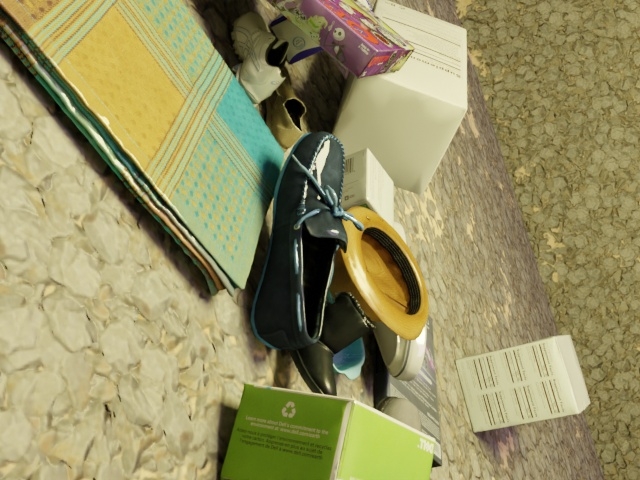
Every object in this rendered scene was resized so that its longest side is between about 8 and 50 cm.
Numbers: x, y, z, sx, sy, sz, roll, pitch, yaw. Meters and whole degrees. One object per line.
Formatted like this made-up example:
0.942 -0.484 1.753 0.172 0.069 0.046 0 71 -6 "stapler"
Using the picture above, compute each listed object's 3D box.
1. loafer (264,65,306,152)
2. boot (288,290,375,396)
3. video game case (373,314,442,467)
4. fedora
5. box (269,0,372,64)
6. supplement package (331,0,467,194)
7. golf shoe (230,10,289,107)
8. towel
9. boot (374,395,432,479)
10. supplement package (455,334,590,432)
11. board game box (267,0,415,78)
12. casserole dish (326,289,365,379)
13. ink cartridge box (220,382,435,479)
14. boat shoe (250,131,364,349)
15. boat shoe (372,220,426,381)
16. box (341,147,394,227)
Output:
-0.048 -0.191 0.946 0.056 0.050 0.148 31 46 -54 "loafer"
0.018 0.119 0.760 0.045 0.099 0.121 56 -2 -39 "boot"
0.140 0.198 1.086 0.196 0.026 0.274 47 33 -41 "video game case"
0.065 0.052 0.886 0.194 0.079 0.194 37 39 -37 "fedora"
0.004 -0.356 1.078 0.072 0.126 0.137 60 27 -24 "box"
0.132 -0.247 1.127 0.175 0.178 0.293 19 41 -4 "supplement package"
-0.073 -0.250 0.898 0.069 0.086 0.176 41 37 -44 "golf shoe"
-0.166 -0.154 0.701 0.370 0.040 0.271 55 30 -29 "towel"
0.158 0.325 0.789 0.118 0.222 0.338 51 33 -35 "boot"
0.412 0.286 1.365 0.194 0.203 0.149 13 61 -62 "supplement package"
-0.038 -0.346 0.895 0.347 0.056 0.208 41 30 4 "board game box"
0.006 0.090 0.875 0.114 0.037 0.188 -1 73 -64 "casserole dish"
0.067 0.216 0.636 0.189 0.255 0.097 39 57 -48 "ink cartridge box"
0.000 0.000 0.770 0.109 0.089 0.258 18 77 -46 "boat shoe"
0.087 0.076 0.990 0.088 0.096 0.268 9 57 -21 "boat shoe"
0.045 -0.059 0.982 0.087 0.101 0.102 46 36 -42 "box"
